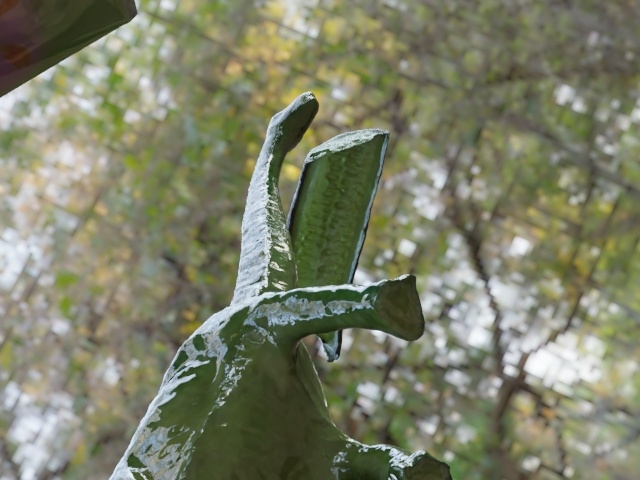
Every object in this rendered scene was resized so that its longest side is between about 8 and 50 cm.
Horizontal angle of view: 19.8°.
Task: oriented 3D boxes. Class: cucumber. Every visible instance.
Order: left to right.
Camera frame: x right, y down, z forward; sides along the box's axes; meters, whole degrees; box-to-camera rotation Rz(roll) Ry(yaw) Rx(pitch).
[{"bbox_3d":[0.000,0.000,1.556,0.046,0.070,0.220,-120,38,-61],"label":"cucumber"}]

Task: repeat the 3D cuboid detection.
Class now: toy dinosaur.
[{"bbox_3d":[-0.066,0.088,0.794,0.087,0.301,0.447,47,-112,-25],"label":"toy dinosaur"}]

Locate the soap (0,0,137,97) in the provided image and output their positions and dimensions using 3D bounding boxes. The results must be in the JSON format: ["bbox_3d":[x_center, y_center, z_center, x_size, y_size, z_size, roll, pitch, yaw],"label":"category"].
[{"bbox_3d":[-0.216,-0.147,0.845,0.199,0.138,0.182,-34,-51,-18],"label":"soap"}]
